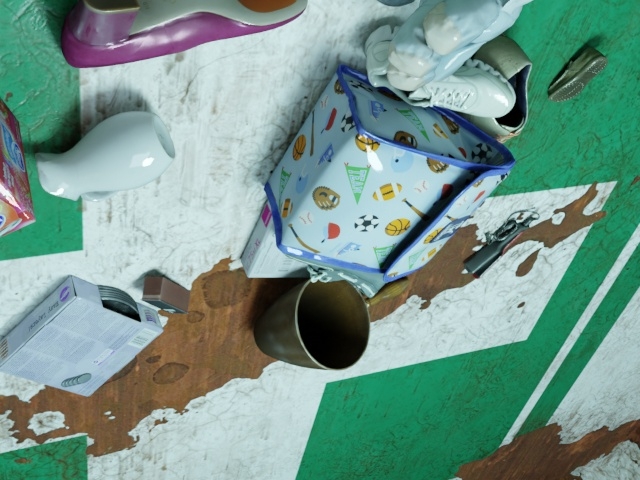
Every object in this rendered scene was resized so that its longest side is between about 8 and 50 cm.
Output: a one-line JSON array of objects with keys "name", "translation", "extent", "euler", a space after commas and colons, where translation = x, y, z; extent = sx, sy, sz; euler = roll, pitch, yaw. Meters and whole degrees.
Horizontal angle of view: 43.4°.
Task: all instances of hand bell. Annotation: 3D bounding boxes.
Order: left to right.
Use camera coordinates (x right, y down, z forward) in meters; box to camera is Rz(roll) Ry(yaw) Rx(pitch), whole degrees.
[{"name": "hand bell", "translation": [0.121, 0.153, 1.978], "extent": [0.242, 0.126, 0.126], "euler": [-25, 143, -23]}]

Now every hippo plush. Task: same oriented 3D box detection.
[{"name": "hippo plush", "translation": [0.177, -0.401, 1.250], "extent": [0.294, 0.236, 0.234], "euler": [-34, 175, 31]}]

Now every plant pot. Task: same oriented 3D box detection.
[{"name": "plant pot", "translation": [-0.042, 0.197, 1.825], "extent": [0.215, 0.215, 0.230], "euler": [11, 161, -38]}]

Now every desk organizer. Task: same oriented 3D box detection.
[{"name": "desk organizer", "translation": [-0.325, 0.117, 1.700], "extent": [0.047, 0.050, 0.130], "euler": [0, 163, 18]}]

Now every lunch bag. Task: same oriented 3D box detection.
[{"name": "lunch bag", "translation": [0.140, -0.099, 1.542], "extent": [0.385, 0.239, 0.328], "euler": [15, 132, -29]}]

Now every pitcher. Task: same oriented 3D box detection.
[{"name": "pitcher", "translation": [-0.349, -0.131, 1.376], "extent": [0.207, 0.125, 0.178], "euler": [-21, 163, 8]}]

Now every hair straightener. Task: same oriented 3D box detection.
[{"name": "hair straightener", "translation": [0.454, 0.003, 2.027], "extent": [0.230, 0.047, 0.089], "euler": [-41, 140, 16]}]

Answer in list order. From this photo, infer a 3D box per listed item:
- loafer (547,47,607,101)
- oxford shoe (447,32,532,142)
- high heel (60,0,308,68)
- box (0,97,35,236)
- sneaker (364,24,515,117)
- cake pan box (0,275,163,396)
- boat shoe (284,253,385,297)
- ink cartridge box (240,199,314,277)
[{"name": "loafer", "translation": [0.536, -0.347, 1.689], "extent": [0.056, 0.050, 0.148], "euler": [14, 142, -35]}, {"name": "oxford shoe", "translation": [0.325, -0.229, 1.605], "extent": [0.140, 0.146, 0.397], "euler": [-28, 144, -19]}, {"name": "high heel", "translation": [-0.210, -0.344, 1.250], "extent": [0.377, 0.127, 0.181], "euler": [-8, 166, -29]}, {"name": "box", "translation": [-0.513, -0.119, 1.168], "extent": [0.128, 0.257, 0.122], "euler": [-25, 139, -3]}, {"name": "sneaker", "translation": [0.210, -0.275, 1.438], "extent": [0.292, 0.118, 0.110], "euler": [18, 134, -9]}, {"name": "cake pan box", "translation": [-0.502, 0.205, 1.686], "extent": [0.267, 0.070, 0.246], "euler": [-41, 142, 16]}, {"name": "boat shoe", "translation": [0.030, 0.057, 1.684], "extent": [0.319, 0.116, 0.099], "euler": [15, 108, -46]}, {"name": "ink cartridge box", "translation": [0.000, 0.000, 1.752], "extent": [0.311, 0.065, 0.186], "euler": [4, 132, -30]}]
